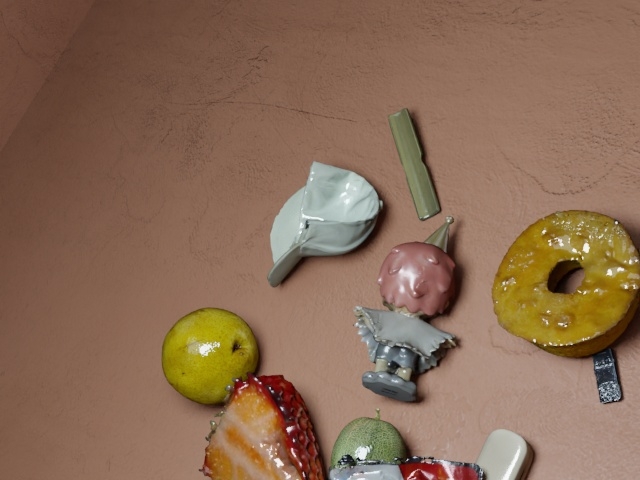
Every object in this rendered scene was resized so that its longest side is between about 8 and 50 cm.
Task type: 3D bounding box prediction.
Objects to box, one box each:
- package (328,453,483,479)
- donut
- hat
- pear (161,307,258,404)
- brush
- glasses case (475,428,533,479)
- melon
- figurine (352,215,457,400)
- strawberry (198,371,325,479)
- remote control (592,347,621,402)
[{"bbox_3d":[0.137,0.464,1.563,0.270,0.071,0.194,3,85,9],"label":"package"},{"bbox_3d":[0.450,0.085,1.634,0.278,0.108,0.277,-20,49,25],"label":"donut"},{"bbox_3d":[-0.003,-0.006,2.016,0.301,0.168,0.258,-52,18,30],"label":"hat"},{"bbox_3d":[-0.230,0.245,1.962,0.209,0.209,0.208,-18,54,26],"label":"pear"},{"bbox_3d":[0.209,-0.168,2.018,0.054,0.048,0.282,-27,57,22],"label":"brush"},{"bbox_3d":[0.296,0.423,1.574,0.083,0.050,0.196,20,76,38],"label":"glasses case"},{"bbox_3d":[0.089,0.402,1.673,0.139,0.139,0.192,3,76,37],"label":"melon"},{"bbox_3d":[0.178,0.116,1.793,0.207,0.166,0.386,14,65,4],"label":"figurine"},{"bbox_3d":[-0.083,0.392,1.805,0.280,0.150,0.253,9,89,36],"label":"strawberry"},{"bbox_3d":[0.494,0.234,1.578,0.039,0.014,0.096,-18,54,27],"label":"remote control"}]
